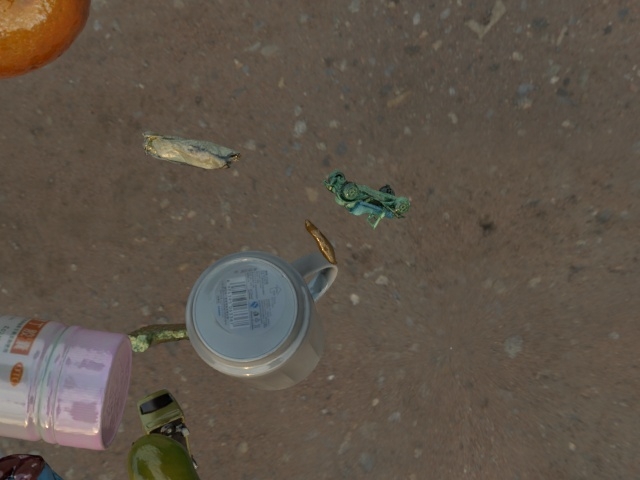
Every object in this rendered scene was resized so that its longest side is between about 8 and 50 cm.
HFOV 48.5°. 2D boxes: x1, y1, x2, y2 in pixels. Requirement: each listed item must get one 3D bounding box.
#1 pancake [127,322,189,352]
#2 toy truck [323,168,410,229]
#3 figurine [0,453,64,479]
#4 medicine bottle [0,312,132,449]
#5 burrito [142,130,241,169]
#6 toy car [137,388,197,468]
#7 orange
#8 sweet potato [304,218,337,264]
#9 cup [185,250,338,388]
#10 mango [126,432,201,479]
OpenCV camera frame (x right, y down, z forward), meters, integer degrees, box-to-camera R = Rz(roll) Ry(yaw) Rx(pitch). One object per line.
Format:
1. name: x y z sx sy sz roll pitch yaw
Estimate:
1. pancake: -0.301 0.225 1.673 0.198 0.377 0.054 -3 88 40
2. toy truck: 0.077 -0.069 1.286 0.154 0.080 0.077 14 108 -28
3. figurine: -0.389 0.407 0.898 0.128 0.185 0.234 8 40 0
4. medicine bottle: -0.496 0.230 1.195 0.316 0.202 0.202 9 83 -3
5. burrito: -0.299 -0.206 1.645 0.230 0.058 0.063 11 76 -8
6. toy car: -0.373 0.475 1.707 0.101 0.256 0.124 -20 48 -22
7. orange: -0.383 -0.298 0.824 0.224 0.224 0.170 -51 49 0
8. sweet potato: 0.000 0.000 1.260 0.026 0.026 0.115 -33 121 4
9. cup: -0.090 0.140 1.425 0.237 0.327 0.323 42 80 16
10. mango: -0.295 0.445 1.346 0.191 0.122 0.085 42 114 39
